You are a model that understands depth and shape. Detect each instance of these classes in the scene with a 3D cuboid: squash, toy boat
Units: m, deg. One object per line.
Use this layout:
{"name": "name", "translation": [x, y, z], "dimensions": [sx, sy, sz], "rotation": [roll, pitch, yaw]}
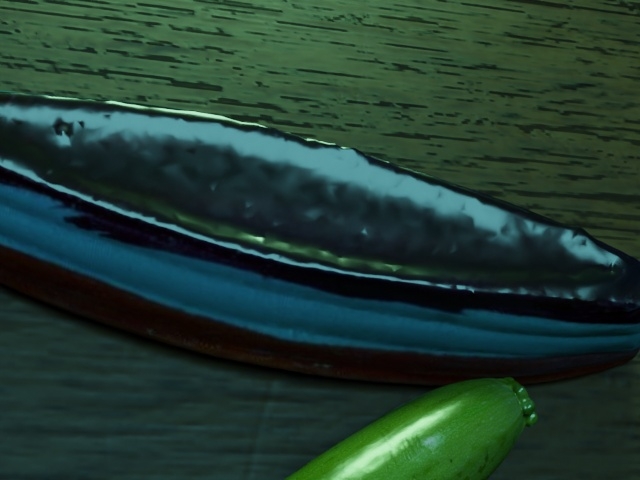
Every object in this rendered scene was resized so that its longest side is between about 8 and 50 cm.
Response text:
{"name": "squash", "translation": [0.031, 0.121, 0.703], "dimensions": [0.201, 0.066, 0.066], "rotation": [-29, 77, -33]}
{"name": "toy boat", "translation": [0.000, 0.000, 0.755], "dimensions": [0.392, 0.079, 0.136], "rotation": [14, 61, -12]}
